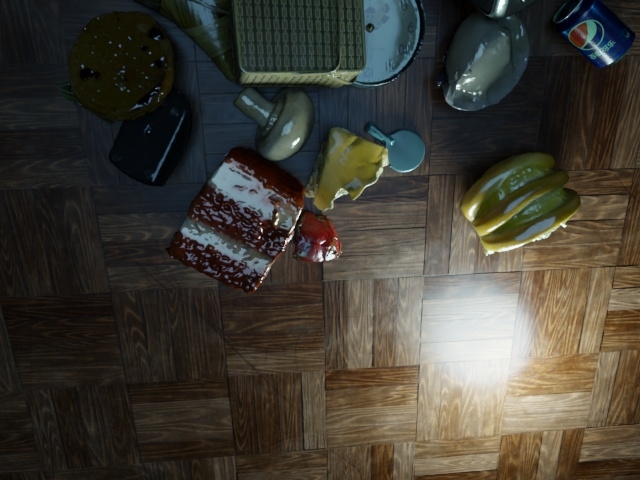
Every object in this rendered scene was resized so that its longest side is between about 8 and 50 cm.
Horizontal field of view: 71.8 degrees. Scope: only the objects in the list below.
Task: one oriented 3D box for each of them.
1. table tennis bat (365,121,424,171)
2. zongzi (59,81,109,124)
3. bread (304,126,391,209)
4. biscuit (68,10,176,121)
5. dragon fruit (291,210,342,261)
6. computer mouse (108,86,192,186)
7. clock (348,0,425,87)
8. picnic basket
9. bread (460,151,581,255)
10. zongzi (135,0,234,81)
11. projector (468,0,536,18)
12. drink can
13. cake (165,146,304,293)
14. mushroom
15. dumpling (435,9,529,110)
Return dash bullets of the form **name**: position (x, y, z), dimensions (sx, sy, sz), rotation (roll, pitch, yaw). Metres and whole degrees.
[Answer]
- **table tennis bat**: position (0.218, -0.284, 1.303), dimensions (0.201, 0.033, 0.124), rotation (30, 101, -15)
- **zongzi**: position (-0.636, -0.367, 1.190), dimensions (0.109, 0.055, 0.119), rotation (-6, 108, -4)
- **bread**: position (0.089, -0.192, 1.247), dimensions (0.211, 0.183, 0.224), rotation (12, 108, -14)
- **biscuit**: position (-0.503, -0.441, 1.131), dimensions (0.296, 0.075, 0.296), rotation (-1, 81, 4)
- **dragon fruit**: position (0.000, -0.002, 1.328), dimensions (0.161, 0.127, 0.120), rotation (12, 114, -8)
- **computer mouse**: position (-0.446, -0.285, 1.201), dimensions (0.170, 0.100, 0.269), rotation (29, 95, 9)
- **clock**: position (0.129, -0.571, 1.190), dimensions (0.313, 0.061, 0.312), rotation (-1, 107, -5)
- **picnic basket**: position (-0.050, -0.490, 1.039), dimensions (0.313, 0.175, 0.228), rotation (-5, 99, -14)
- **bread**: position (0.587, -0.115, 1.295), dimensions (0.316, 0.211, 0.270), rotation (-29, 106, 1)
- **zongzi**: position (-0.346, -0.557, 1.120), dimensions (0.286, 0.134, 0.288), rotation (1, 109, 0)
- **projector**: position (0.511, -0.767, 0.958), dimensions (0.405, 0.395, 0.242), rotation (-31, 64, -3)
- **drink can**: position (0.746, -0.577, 1.212), dimensions (0.205, 0.118, 0.118), rotation (33, 102, -12)
- **cake**: position (-0.211, -0.065, 1.209), dimensions (0.270, 0.269, 0.319), rotation (29, 104, -12)
- **mushroom**: position (-0.110, -0.326, 1.170), dimensions (0.206, 0.206, 0.209), rotation (-28, 133, 4)
- **dumpling**: position (0.436, -0.496, 1.208), dimensions (0.204, 0.163, 0.293), rotation (9, 108, -43)
